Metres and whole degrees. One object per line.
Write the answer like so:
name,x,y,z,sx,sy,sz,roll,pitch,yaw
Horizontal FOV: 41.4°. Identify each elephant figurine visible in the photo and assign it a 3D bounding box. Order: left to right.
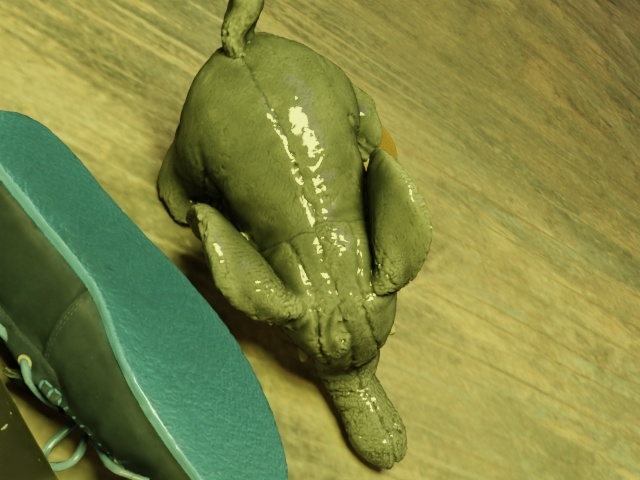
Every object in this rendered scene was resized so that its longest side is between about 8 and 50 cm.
elephant figurine,0.000,0.000,0.528,0.186,0.169,0.239,15,43,-45

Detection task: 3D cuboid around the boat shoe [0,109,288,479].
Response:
boat shoe,-0.116,0.048,0.442,0.258,0.089,0.109,53,23,16

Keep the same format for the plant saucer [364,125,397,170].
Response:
plant saucer,0.044,-0.094,0.795,0.083,0.015,0.083,27,40,-26

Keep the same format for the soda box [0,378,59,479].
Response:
soda box,-0.191,0.057,0.378,0.060,0.053,0.168,-19,71,-52
